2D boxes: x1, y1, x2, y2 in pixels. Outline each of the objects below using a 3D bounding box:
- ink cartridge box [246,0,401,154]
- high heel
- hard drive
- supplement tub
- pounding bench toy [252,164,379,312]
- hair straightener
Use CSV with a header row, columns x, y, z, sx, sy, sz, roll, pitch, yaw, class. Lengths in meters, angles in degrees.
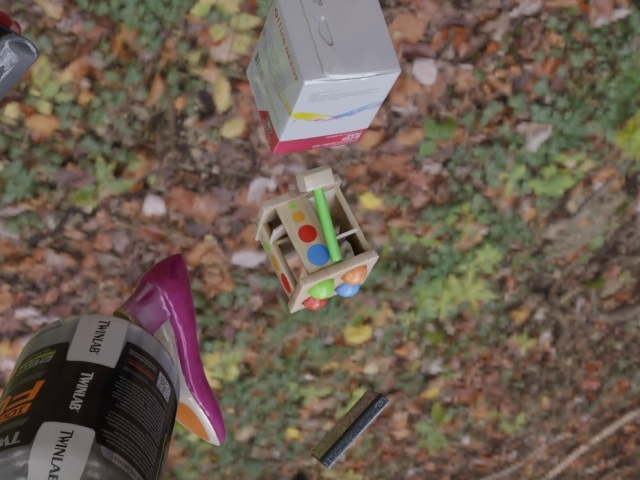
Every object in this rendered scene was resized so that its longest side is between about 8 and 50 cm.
x,y,z,sx,sy,sz,roll,pitch,yaw,class
0.000,-0.207,1.363,0.127,0.128,0.176,-10,160,-19,ink cartridge box
-0.158,0.138,1.386,0.082,0.117,0.244,-4,125,47,high heel
0.043,0.285,1.703,0.022,0.135,0.094,45,170,-5,hard drive
-0.260,0.234,1.175,0.194,0.316,0.193,0,119,1,supplement tub
0.000,0.000,0.669,0.052,0.065,0.083,-22,164,-17,pounding bench toy
-0.315,-0.082,0.930,0.089,0.230,0.047,45,-176,36,hair straightener
